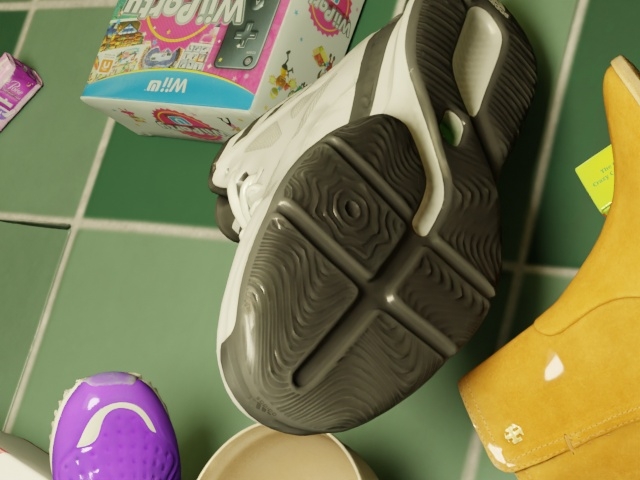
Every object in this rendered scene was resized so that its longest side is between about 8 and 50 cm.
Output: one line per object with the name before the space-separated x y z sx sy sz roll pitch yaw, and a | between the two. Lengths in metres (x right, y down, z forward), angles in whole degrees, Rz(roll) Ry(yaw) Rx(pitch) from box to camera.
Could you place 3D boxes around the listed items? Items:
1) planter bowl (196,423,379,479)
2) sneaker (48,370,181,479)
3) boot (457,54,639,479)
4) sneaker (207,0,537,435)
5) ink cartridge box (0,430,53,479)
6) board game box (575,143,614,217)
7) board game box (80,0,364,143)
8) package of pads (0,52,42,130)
planter bowl | -0.008 0.225 1.012 0.162 0.109 0.162 -15 62 30
sneaker | -0.143 0.249 1.022 0.146 0.102 0.293 -141 51 -64
boot | 0.181 0.049 0.898 0.211 0.104 0.295 -25 91 21
sneaker | 0.001 0.000 1.019 0.257 0.169 0.447 -33 20 43
ink cartridge box | -0.302 0.320 1.169 0.207 0.117 0.283 21 82 39
board game box | 0.281 -0.070 0.955 0.181 0.092 0.043 -35 54 17
board game box | -0.071 -0.244 1.276 0.224 0.097 0.303 9 75 38
package of pads | -0.344 -0.156 1.454 0.083 0.050 0.032 -45 46 10
